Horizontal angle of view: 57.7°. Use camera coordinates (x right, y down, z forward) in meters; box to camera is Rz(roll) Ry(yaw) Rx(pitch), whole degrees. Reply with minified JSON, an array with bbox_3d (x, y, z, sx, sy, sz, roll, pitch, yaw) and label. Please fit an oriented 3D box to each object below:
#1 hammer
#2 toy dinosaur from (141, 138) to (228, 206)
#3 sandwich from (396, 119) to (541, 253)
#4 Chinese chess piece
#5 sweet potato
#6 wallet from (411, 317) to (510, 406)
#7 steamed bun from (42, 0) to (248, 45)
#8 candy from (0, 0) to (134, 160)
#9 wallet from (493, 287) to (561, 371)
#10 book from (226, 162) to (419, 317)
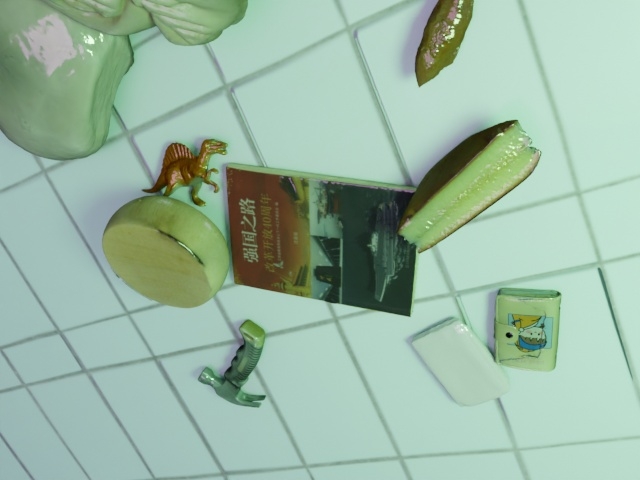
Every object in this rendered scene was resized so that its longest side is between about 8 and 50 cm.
[{"bbox_3d":[-0.175,0.277,1.293,0.158,0.041,0.226,28,122,5],"label":"hammer"},{"bbox_3d":[-0.273,-0.132,1.115,0.212,0.057,0.142,9,117,16],"label":"toy dinosaur"},{"bbox_3d":[0.231,-0.089,0.925,0.094,0.096,0.258,42,121,-11],"label":"sandwich"},{"bbox_3d":[-0.301,0.024,1.142,0.250,0.097,0.251,13,138,12],"label":"Chinese chess piece"},{"bbox_3d":[0.189,-0.321,0.847,0.068,0.060,0.206,5,123,-25],"label":"sweet potato"},{"bbox_3d":[0.270,0.235,1.110,0.124,0.032,0.183,-33,102,30],"label":"wallet"},{"bbox_3d":[-0.238,-0.478,0.814,0.342,0.255,0.368,19,152,-9],"label":"steamed bun"},{"bbox_3d":[-0.545,-0.354,1.038,0.427,0.186,0.386,44,126,0],"label":"candy"},{"bbox_3d":[0.365,0.160,1.031,0.110,0.039,0.155,2,115,19],"label":"wallet"},{"bbox_3d":[0.000,0.000,1.097,0.373,0.028,0.263,9,120,16],"label":"book"}]
